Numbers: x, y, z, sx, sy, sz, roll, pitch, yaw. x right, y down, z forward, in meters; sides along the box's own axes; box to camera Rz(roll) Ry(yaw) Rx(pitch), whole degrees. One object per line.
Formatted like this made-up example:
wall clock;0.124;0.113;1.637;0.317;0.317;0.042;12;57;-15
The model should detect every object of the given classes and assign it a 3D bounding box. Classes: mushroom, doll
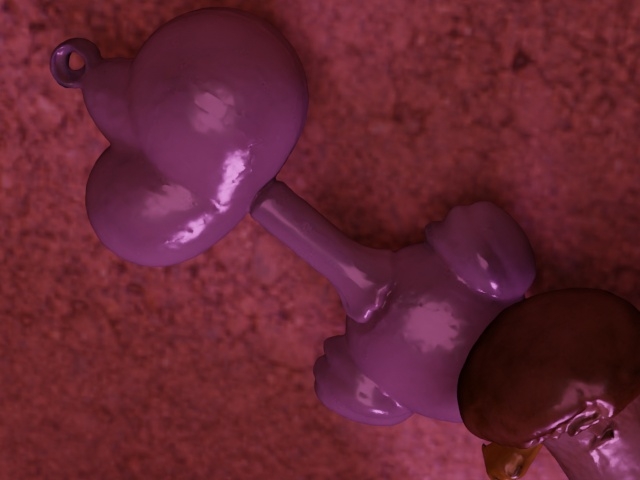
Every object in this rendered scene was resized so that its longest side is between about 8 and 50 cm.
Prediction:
mushroom;0.203;0.151;0.915;0.128;0.128;0.350;-33;123;18
doll;0.000;0.000;0.933;0.365;0.094;0.160;38;113;-5
